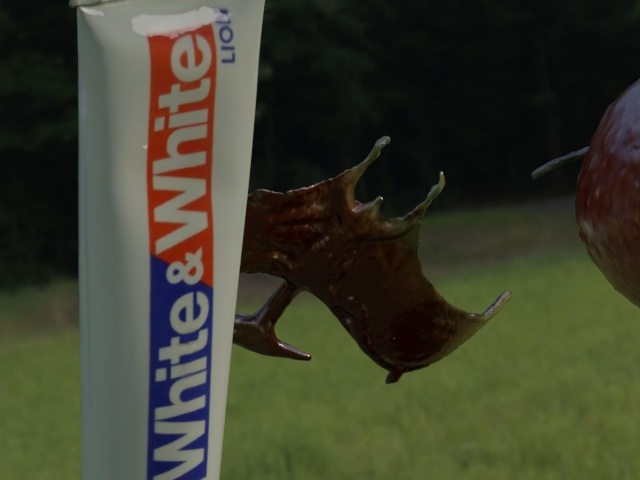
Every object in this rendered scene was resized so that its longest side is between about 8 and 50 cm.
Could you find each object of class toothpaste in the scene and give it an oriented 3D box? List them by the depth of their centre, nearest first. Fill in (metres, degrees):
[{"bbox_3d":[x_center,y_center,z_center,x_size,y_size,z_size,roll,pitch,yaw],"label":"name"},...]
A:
[{"bbox_3d":[-0.041,0.035,0.461,0.052,0.218,0.033,-15,33,-34],"label":"toothpaste"}]

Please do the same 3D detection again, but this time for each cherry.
[{"bbox_3d":[0.241,-0.032,1.043,0.192,0.175,0.249,-16,2,-5],"label":"cherry"}]

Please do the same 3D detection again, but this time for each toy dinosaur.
[{"bbox_3d":[0.010,-0.003,1.385,0.327,0.207,0.113,8,35,-12],"label":"toy dinosaur"}]
